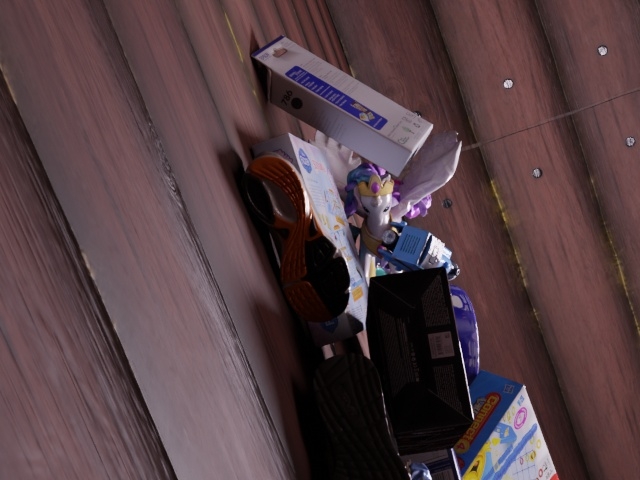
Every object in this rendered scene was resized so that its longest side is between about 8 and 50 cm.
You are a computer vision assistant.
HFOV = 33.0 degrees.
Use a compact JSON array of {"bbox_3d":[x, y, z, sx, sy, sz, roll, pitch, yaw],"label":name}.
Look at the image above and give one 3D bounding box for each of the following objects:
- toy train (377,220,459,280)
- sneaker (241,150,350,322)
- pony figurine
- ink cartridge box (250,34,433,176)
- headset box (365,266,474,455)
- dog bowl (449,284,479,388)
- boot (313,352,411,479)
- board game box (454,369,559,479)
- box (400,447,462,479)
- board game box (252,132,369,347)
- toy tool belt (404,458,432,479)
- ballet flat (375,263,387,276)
[{"bbox_3d":[0.178,0.027,1.909,0.184,0.105,0.080,34,80,-53],"label":"toy train"},{"bbox_3d":[-0.028,-0.012,1.517,0.121,0.099,0.262,-96,166,-71],"label":"sneaker"},{"bbox_3d":[0.123,-0.055,2.083,0.351,0.303,0.363,-82,168,-52],"label":"pony figurine"},{"bbox_3d":[0.032,-0.245,1.937,0.333,0.065,0.165,33,31,5],"label":"ink cartridge box"},{"bbox_3d":[0.134,0.186,1.549,0.293,0.110,0.218,87,-5,-73],"label":"headset box"},{"bbox_3d":[0.181,0.204,1.895,0.265,0.104,0.264,-176,-90,-75],"label":"dog bowl"},{"bbox_3d":[0.069,0.330,1.369,0.222,0.118,0.338,76,10,-54],"label":"boot"},{"bbox_3d":[0.260,0.428,1.785,0.302,0.086,0.308,-50,135,-26],"label":"board game box"},{"bbox_3d":[0.136,0.313,1.685,0.036,0.137,0.225,60,15,-48],"label":"box"},{"bbox_3d":[0.000,0.000,1.733,0.319,0.066,0.317,5,67,-80],"label":"board game box"},{"bbox_3d":[0.129,0.319,1.450,0.083,0.052,0.051,-106,-162,-64],"label":"toy tool belt"},{"bbox_3d":[0.128,0.059,2.380,0.203,0.074,0.074,44,29,-67],"label":"ballet flat"}]
